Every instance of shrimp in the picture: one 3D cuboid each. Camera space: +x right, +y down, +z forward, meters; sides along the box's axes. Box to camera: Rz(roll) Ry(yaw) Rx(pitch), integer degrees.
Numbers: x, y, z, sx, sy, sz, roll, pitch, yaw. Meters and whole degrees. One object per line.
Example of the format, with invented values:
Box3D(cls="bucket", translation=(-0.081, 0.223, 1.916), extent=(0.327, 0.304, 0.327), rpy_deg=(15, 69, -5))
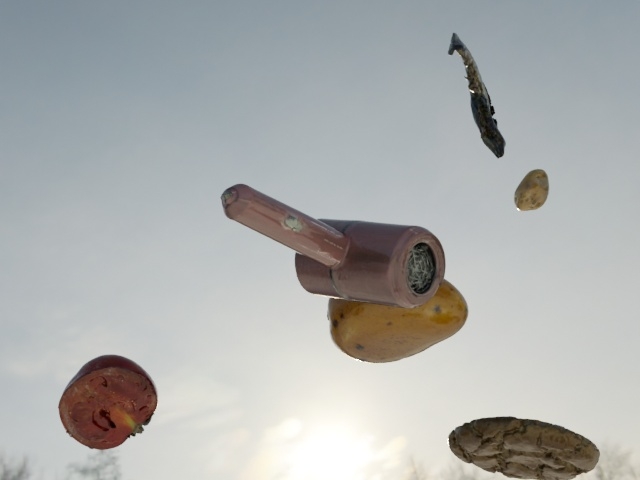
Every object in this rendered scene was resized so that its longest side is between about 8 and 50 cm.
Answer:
Box3D(cls="shrimp", translation=(0.226, -0.222, 1.278), extent=(0.035, 0.195, 0.148), rpy_deg=(-20, -33, 16))

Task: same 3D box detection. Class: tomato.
Box3D(cls="tomato", translation=(-0.328, 0.240, 1.362), extent=(0.139, 0.091, 0.159), rpy_deg=(40, -74, -22))

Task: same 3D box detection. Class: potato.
Box3D(cls="potato", translation=(0.391, -0.093, 1.605), extent=(0.062, 0.083, 0.068), rpy_deg=(15, -19, 5))

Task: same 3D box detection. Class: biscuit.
Box3D(cls="biscuit", translation=(0.303, 0.318, 1.310), extent=(0.226, 0.042, 0.226), rpy_deg=(10, -28, 5))

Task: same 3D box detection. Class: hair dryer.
Box3D(cls="hair dryer", translation=(0.000, 0.000, 1.241), extent=(0.210, 0.125, 0.352), rpy_deg=(6, -13, 44))

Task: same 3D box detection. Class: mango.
Box3D(cls="mango", translation=(0.131, 0.127, 1.572), extent=(0.290, 0.160, 0.191), rpy_deg=(-14, -50, 38))
